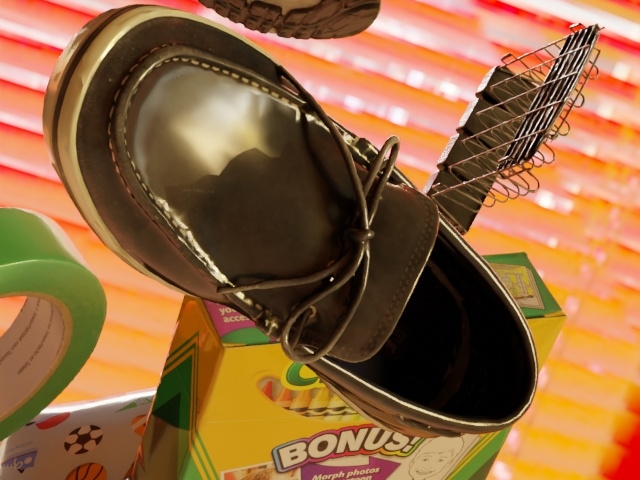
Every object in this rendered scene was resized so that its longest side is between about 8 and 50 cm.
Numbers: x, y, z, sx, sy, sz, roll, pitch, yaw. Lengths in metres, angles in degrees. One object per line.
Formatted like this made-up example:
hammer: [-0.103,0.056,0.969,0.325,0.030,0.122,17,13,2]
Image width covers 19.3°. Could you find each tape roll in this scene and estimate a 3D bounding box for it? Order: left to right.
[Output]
tape roll: [-0.364,0.107,1.837,0.321,0.321,0.077,-2,-134,-49]

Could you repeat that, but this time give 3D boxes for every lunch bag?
lunch bag: [-0.228,0.345,2.133,0.328,0.239,0.385,-11,-145,8]

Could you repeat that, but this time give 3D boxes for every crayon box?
crayon box: [0.020,0.163,1.848,0.363,0.313,0.106,-4,-133,-26]

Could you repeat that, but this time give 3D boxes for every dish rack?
dish rack: [0.218,-0.123,2.021,0.074,0.208,0.271,33,160,-15]

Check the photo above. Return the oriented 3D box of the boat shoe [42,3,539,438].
boat shoe: [0.000,0.000,1.348,0.156,0.187,0.500,15,159,45]

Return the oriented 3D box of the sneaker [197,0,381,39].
sneaker: [-0.123,-0.301,1.437,0.410,0.158,0.182,24,-121,-1]
